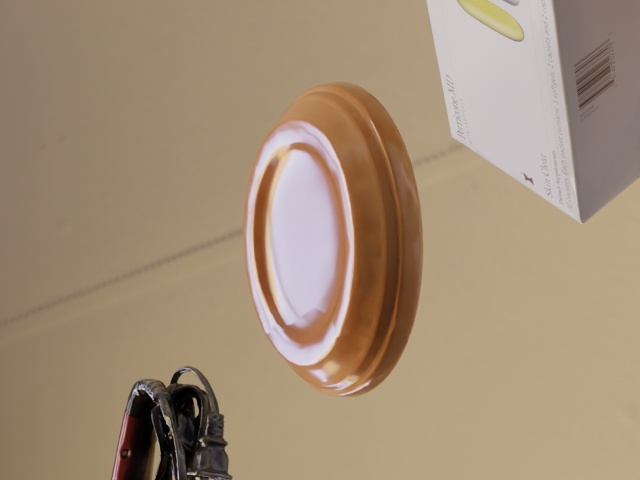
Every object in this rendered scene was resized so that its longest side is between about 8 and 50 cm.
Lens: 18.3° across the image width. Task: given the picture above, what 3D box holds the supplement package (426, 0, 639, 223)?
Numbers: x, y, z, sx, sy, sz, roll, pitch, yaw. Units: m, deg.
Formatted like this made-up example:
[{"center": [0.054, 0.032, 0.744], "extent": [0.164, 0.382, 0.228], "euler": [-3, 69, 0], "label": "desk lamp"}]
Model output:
[{"center": [0.196, -0.186, 1.431], "extent": [0.145, 0.204, 0.262], "euler": [38, -24, 37], "label": "supplement package"}]

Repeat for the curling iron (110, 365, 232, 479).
[{"center": [-0.097, 0.188, 0.957], "extent": [0.035, 0.068, 0.274], "euler": [5, -68, -32], "label": "curling iron"}]

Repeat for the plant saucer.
[{"center": [0.000, 0.000, 1.251], "extent": [0.037, 0.200, 0.200], "euler": [-2, -52, -28], "label": "plant saucer"}]
